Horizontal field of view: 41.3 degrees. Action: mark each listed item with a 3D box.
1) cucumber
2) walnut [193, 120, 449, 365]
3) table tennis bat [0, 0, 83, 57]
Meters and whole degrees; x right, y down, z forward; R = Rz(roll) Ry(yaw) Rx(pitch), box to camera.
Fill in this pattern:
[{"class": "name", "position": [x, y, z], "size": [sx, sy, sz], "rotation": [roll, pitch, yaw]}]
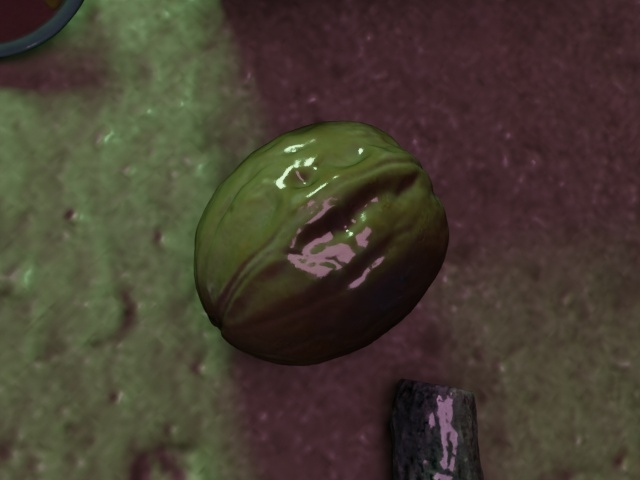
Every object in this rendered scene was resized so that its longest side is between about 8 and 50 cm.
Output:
[{"class": "cucumber", "position": [0.077, 0.147, 0.566], "size": [0.064, 0.064, 0.112], "rotation": [-3, 80, -14]}, {"class": "walnut", "position": [0.000, 0.001, 0.528], "size": [0.162, 0.140, 0.140], "rotation": [-30, 90, -25]}, {"class": "table tennis bat", "position": [-0.263, -0.192, 0.524], "size": [0.244, 0.040, 0.153], "rotation": [1, 107, -8]}]
